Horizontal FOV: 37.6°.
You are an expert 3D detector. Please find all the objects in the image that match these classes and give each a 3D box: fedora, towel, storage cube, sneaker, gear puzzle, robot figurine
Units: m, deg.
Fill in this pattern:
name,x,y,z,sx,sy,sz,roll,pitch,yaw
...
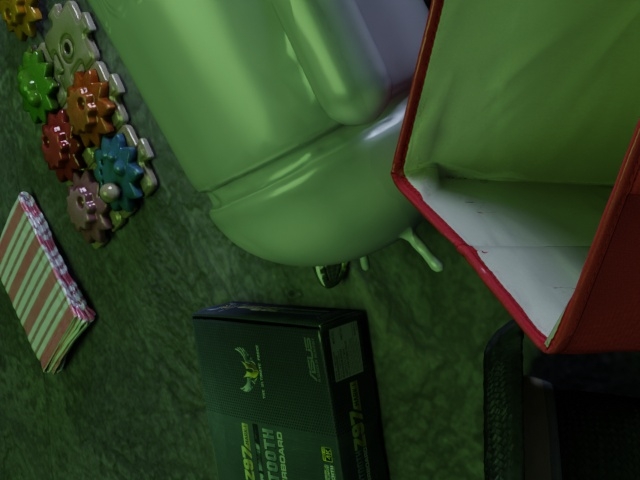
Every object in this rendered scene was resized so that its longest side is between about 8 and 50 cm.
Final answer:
name,x,y,z,sx,sy,sz,roll,pitch,yaw
fedora,0.178,0.213,0.567,0.152,0.334,0.334,-1,102,10
towel,-0.355,0.055,1.190,0.144,0.029,0.197,-49,64,42
storage cube,0.172,-0.073,0.450,0.184,0.193,0.215,-123,41,-55
sneaker,0.000,0.000,0.810,0.035,0.031,0.083,-7,92,60
gear puzzle,-0.293,-0.167,1.049,0.175,0.044,0.339,-37,74,45
robot figurine,-0.026,-0.131,0.645,0.354,0.199,0.300,61,174,-8

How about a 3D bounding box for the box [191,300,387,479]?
name,x,y,z,sx,sy,sz,roll,pitch,yaw
box,-0.028,0.176,0.861,0.183,0.059,0.233,1,101,47
